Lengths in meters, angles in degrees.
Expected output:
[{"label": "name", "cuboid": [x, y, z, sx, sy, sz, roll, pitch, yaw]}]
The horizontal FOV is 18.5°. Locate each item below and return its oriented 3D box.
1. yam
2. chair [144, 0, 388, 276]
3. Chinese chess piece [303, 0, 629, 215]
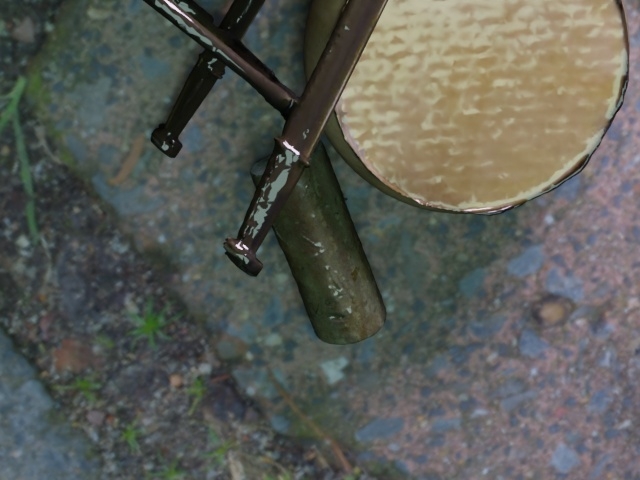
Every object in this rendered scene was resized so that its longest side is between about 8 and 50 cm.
[{"label": "yam", "cuboid": [0.000, 0.000, 1.581, 0.068, 0.068, 0.169, -22, 115, -3]}, {"label": "chair", "cuboid": [-0.079, -0.281, 1.325, 0.364, 0.362, 0.410, 40, 94, -20]}, {"label": "Chinese chess piece", "cuboid": [0.114, -0.147, 1.531, 0.257, 0.104, 0.257, -3, 109, -10]}]
